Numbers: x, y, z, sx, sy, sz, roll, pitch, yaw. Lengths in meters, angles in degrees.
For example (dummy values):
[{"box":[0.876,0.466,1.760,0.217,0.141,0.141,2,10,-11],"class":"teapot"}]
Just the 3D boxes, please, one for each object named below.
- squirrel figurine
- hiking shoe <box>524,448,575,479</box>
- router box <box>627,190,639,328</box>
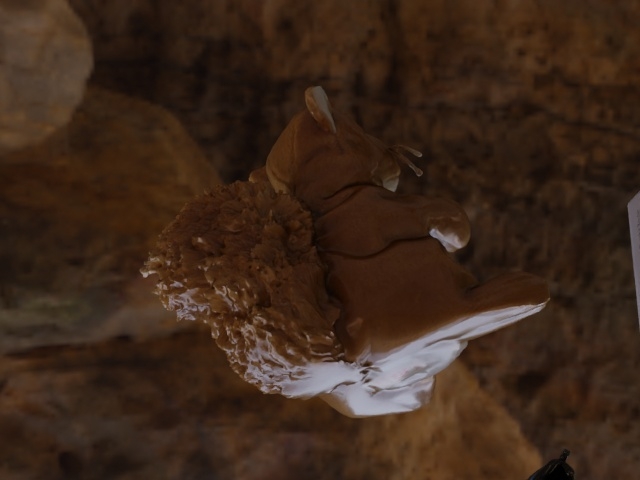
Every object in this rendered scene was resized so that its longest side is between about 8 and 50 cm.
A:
[{"box":[0.000,0.000,1.615,0.396,0.281,0.371,-6,-119,-32],"class":"squirrel figurine"},{"box":[0.353,0.488,2.186,0.113,0.132,0.304,13,-133,-5],"class":"hiking shoe"},{"box":[0.474,-0.001,1.525,0.082,0.301,0.336,21,-134,-15],"class":"router box"}]
